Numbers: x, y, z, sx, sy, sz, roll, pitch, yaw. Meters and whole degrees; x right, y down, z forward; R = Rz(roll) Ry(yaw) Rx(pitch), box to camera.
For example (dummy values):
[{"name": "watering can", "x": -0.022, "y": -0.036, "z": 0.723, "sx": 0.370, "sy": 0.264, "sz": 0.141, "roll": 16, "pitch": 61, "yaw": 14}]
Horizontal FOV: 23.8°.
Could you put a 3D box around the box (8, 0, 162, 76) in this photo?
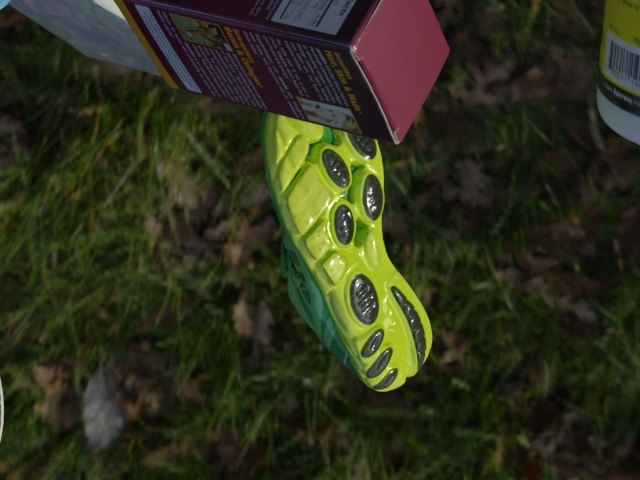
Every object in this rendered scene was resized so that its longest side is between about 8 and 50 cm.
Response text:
[{"name": "box", "x": -0.161, "y": -0.282, "z": 1.391, "sx": 0.168, "sy": 0.345, "sz": 0.215, "roll": 31, "pitch": 84, "yaw": -33}]

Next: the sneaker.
[{"name": "sneaker", "x": 0.000, "y": 0.000, "z": 1.291, "sx": 0.109, "sy": 0.123, "sz": 0.295, "roll": -34, "pitch": 122, "yaw": -29}]

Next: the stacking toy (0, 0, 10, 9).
[{"name": "stacking toy", "x": -0.277, "y": -0.108, "z": 0.706, "sx": 0.165, "sy": 0.302, "sz": 0.175, "roll": 32, "pitch": 149, "yaw": 5}]

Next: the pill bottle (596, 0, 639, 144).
[{"name": "pill bottle", "x": 0.314, "y": -0.241, "z": 1.131, "sx": 0.188, "sy": 0.188, "sz": 0.334, "roll": 0, "pitch": 117, "yaw": -2}]

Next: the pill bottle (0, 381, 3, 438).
[{"name": "pill bottle", "x": -0.408, "y": 0.148, "z": 1.296, "sx": 0.245, "sy": 0.130, "sz": 0.130, "roll": 2, "pitch": 116, "yaw": -37}]

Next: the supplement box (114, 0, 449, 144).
[{"name": "supplement box", "x": -0.025, "y": -0.140, "z": 0.976, "sx": 0.188, "sy": 0.081, "sz": 0.104, "roll": 17, "pitch": 156, "yaw": 29}]
